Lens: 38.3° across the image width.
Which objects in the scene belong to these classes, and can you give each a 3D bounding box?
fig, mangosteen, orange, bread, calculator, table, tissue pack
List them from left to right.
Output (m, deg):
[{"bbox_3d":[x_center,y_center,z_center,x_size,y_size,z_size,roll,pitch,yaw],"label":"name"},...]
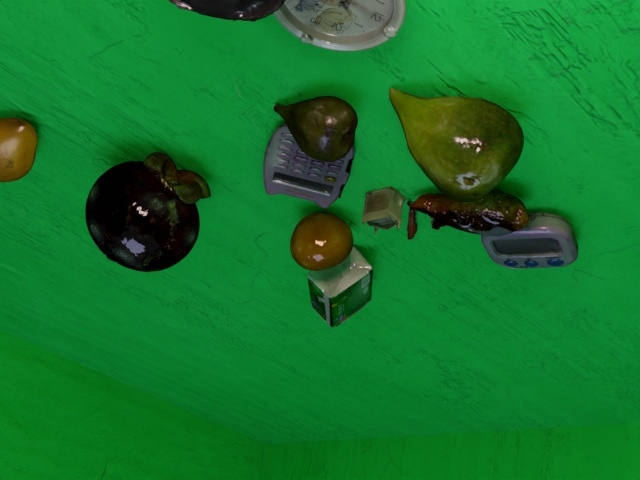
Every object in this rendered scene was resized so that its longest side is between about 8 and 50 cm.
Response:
[{"bbox_3d":[-0.407,-0.067,2.164,0.288,0.288,0.288,9,154,5],"label":"mangosteen"},{"bbox_3d":[-0.027,-0.173,2.036,0.194,0.043,0.294,14,150,-4],"label":"calculator"},{"bbox_3d":[-0.003,-0.245,1.835,0.126,0.185,0.133,-31,146,-6],"label":"fig"},{"bbox_3d":[0.000,0.000,2.257,0.159,0.159,0.136,-12,105,39],"label":"orange"},{"bbox_3d":[0.038,0.107,2.461,0.156,0.148,0.209,47,164,21],"label":"tissue pack"},{"bbox_3d":[0.145,-0.067,2.120,0.079,0.083,0.062,-12,144,38],"label":"table"},{"bbox_3d":[0.237,-0.201,1.748,0.275,0.206,0.206,37,151,0],"label":"fig"},{"bbox_3d":[0.333,-0.069,2.050,0.269,0.095,0.139,8,155,40],"label":"bread"}]

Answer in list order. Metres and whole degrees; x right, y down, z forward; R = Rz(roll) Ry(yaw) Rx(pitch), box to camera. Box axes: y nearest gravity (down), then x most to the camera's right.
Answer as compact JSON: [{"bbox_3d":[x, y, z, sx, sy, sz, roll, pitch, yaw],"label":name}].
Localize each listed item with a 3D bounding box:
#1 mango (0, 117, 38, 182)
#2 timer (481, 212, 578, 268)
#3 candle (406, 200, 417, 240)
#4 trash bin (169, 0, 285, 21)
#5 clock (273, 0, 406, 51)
[{"bbox_3d":[-0.735,-0.218,2.159,0.145,0.112,0.219,25,139,-25],"label":"mango"},{"bbox_3d":[0.486,0.001,2.137,0.208,0.069,0.191,-1,151,26],"label":"timer"},{"bbox_3d":[0.218,-0.051,2.197,0.026,0.021,0.167,-16,151,-4],"label":"candle"},{"bbox_3d":[-0.117,-0.464,1.231,0.277,0.262,0.217,15,153,-7],"label":"trash bin"},{"bbox_3d":[0.027,-0.407,1.524,0.236,0.053,0.236,8,152,4],"label":"clock"}]
